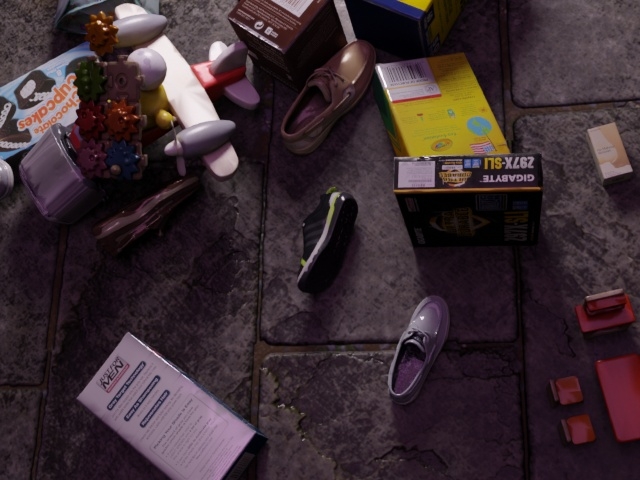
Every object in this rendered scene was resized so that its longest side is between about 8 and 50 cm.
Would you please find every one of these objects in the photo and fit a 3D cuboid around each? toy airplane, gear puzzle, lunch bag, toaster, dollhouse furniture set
[{"bbox_3d":[-0.322,-0.327,1.906,0.386,0.272,0.384,12,72,12],"label":"toy airplane"},{"bbox_3d":[-0.435,-0.289,1.793,0.175,0.044,0.339,5,101,27],"label":"gear puzzle"},{"bbox_3d":[-0.523,-0.620,2.125,0.262,0.160,0.223,-4,73,22],"label":"lunch bag"},{"bbox_3d":[-0.562,-0.137,1.972,0.146,0.129,0.227,-39,72,15],"label":"toaster"},{"bbox_3d":[0.542,0.233,1.611,0.262,0.135,0.259,-14,69,7],"label":"dollhouse furniture set"}]

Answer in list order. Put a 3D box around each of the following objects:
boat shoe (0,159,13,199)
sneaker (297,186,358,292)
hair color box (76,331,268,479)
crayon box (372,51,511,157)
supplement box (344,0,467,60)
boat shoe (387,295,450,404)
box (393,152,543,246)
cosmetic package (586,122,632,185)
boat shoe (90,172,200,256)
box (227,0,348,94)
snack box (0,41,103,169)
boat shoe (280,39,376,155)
[{"bbox_3d":[-0.854,-0.137,2.034,0.320,0.103,0.118,5,104,16],"label":"boat shoe"},{"bbox_3d":[0.000,0.000,1.853,0.097,0.084,0.234,14,72,41],"label":"sneaker"},{"bbox_3d":[-0.294,0.354,1.765,0.347,0.105,0.174,34,81,20],"label":"hair color box"},{"bbox_3d":[0.243,-0.235,1.807,0.202,0.081,0.318,-9,56,-9],"label":"crayon box"},{"bbox_3d":[0.227,-0.597,1.932,0.195,0.194,0.356,27,79,19],"label":"supplement box"},{"bbox_3d":[0.192,0.208,1.724,0.079,0.081,0.227,19,77,17],"label":"boat shoe"},{"bbox_3d":[0.283,-0.069,1.671,0.257,0.322,0.079,-2,72,11],"label":"box"},{"bbox_3d":[0.583,-0.174,1.793,0.060,0.041,0.115,-16,69,7],"label":"cosmetic package"},{"bbox_3d":[-0.368,-0.053,1.943,0.257,0.095,0.095,-31,107,-9],"label":"boat shoe"},{"bbox_3d":[-0.067,-0.459,1.943,0.168,0.203,0.167,35,82,21],"label":"box"},{"bbox_3d":[-0.644,-0.316,2.094,0.322,0.060,0.187,-28,70,1],"label":"snack box"},{"bbox_3d":[0.018,-0.325,1.935,0.109,0.098,0.302,34,81,20],"label":"boat shoe"}]
